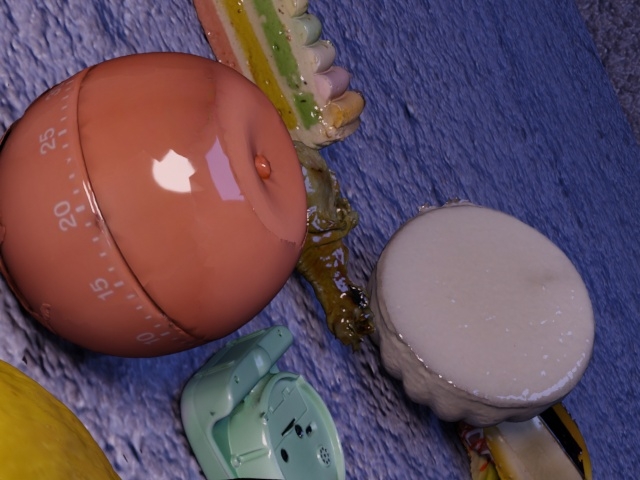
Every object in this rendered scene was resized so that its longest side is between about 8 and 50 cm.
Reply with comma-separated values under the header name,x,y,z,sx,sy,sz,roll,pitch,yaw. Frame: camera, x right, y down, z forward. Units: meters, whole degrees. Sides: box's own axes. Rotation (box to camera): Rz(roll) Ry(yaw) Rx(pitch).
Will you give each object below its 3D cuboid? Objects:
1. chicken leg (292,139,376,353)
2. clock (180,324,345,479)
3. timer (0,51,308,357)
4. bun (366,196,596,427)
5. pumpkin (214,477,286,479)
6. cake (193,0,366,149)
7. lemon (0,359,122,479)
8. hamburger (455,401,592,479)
name,x,y,z,sx,sy,sz,roll,pitch,yaw
chicken leg,0.000,0.000,1.546,0.227,0.088,0.103,61,12,-7
clock,-0.035,0.189,1.339,0.210,0.066,0.159,63,25,-11
timer,-0.130,-0.027,1.156,0.229,0.215,0.229,52,29,-45
bun,0.160,0.105,1.701,0.263,0.175,0.263,9,53,-13
pumpkin,-0.043,0.330,0.964,0.363,0.266,0.363,40,41,-47
cake,-0.048,-0.187,1.577,0.225,0.109,0.090,60,26,-17
lemon,-0.209,0.196,0.738,0.316,0.285,0.285,29,-8,45
hamburger,0.236,0.242,1.802,0.210,0.116,0.173,53,22,-18
